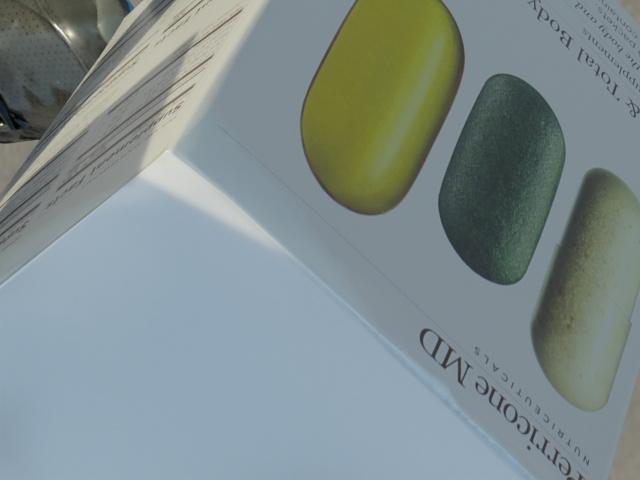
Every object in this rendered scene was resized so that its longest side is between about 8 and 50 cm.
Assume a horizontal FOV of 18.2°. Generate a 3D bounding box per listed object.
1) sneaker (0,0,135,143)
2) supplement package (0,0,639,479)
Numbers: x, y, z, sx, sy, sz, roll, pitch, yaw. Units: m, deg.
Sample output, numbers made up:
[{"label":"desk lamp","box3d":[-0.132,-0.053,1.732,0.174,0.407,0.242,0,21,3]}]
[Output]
[{"label":"sneaker","box3d":[-0.233,-0.089,1.210,0.341,0.139,0.125,1,128,42]},{"label":"supplement package","box3d":[0.000,0.000,0.782,0.199,0.262,0.198,43,131,-15]}]
